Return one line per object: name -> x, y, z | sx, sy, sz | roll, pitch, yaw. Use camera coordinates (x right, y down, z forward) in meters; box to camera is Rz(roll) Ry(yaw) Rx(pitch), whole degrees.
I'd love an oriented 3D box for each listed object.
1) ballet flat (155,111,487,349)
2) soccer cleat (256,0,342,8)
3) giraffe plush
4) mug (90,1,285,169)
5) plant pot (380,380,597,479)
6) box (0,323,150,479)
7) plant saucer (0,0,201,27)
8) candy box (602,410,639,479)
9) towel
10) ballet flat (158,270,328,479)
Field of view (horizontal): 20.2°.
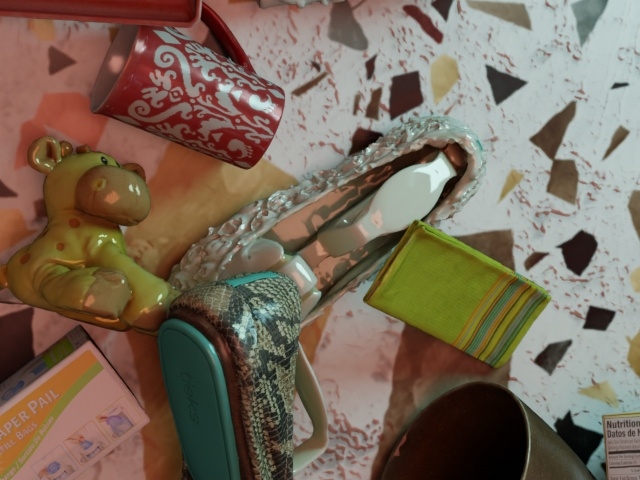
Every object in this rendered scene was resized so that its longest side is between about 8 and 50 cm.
ballet flat -> 0.000, 0.000, 1.820 | 0.409, 0.147, 0.147 | -37, 103, -7
soccer cleat -> 0.011, -0.290, 1.818 | 0.331, 0.116, 0.143 | 15, 113, -17
giraffe plush -> -0.224, -0.008, 1.766 | 0.210, 0.181, 0.170 | 10, 81, 19
mug -> -0.122, -0.161, 1.786 | 0.169, 0.113, 0.150 | 25, 91, -18
plant pot -> 0.213, 0.293, 1.882 | 0.230, 0.215, 0.215 | 33, 87, -31
box -> -0.284, 0.191, 1.776 | 0.203, 0.114, 0.103 | -37, 103, -7
plant saucer -> -0.228, -0.340, 1.732 | 0.258, 0.048, 0.259 | 5, 94, 10
candy box -> 0.378, 0.337, 1.888 | 0.087, 0.183, 0.316 | -8, 81, 30
towel -> 0.146, 0.060, 1.856 | 0.237, 0.021, 0.102 | 27, 97, -45
ballet flat -> -0.064, 0.247, 1.789 | 0.182, 0.164, 0.483 | -22, 125, -39
